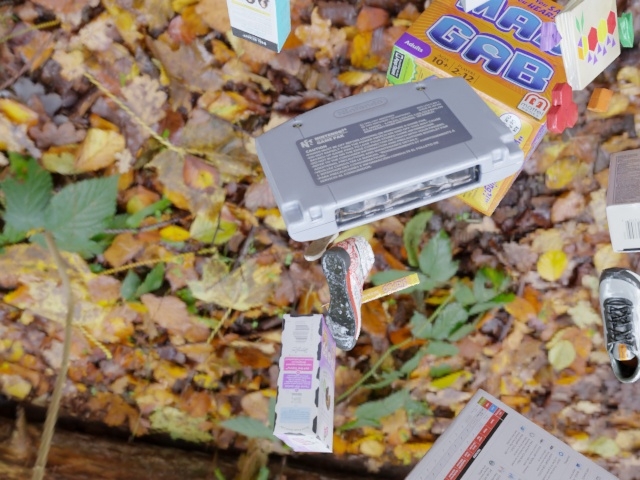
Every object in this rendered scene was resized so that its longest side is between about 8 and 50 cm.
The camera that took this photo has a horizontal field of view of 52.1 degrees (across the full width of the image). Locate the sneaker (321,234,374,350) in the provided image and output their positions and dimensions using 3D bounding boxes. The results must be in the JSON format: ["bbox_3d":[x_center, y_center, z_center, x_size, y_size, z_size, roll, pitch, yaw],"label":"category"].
[{"bbox_3d":[0.078,0.121,1.576,0.090,0.145,0.269,7,115,33],"label":"sneaker"}]

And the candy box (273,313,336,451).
[{"bbox_3d":[-0.021,0.242,1.094,0.070,0.196,0.164,-2,153,10],"label":"candy box"}]

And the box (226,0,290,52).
[{"bbox_3d":[-0.110,-0.439,1.140,0.101,0.060,0.244,23,162,7],"label":"box"}]

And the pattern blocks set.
[{"bbox_3d":[0.451,-0.347,1.101,0.026,0.325,0.285,11,122,44],"label":"pattern blocks set"}]

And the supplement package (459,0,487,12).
[{"bbox_3d":[0.212,-0.478,0.923,0.139,0.244,0.134,-25,176,12],"label":"supplement package"}]

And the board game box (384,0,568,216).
[{"bbox_3d":[0.382,-0.355,1.562,0.356,0.356,0.356,33,153,13],"label":"board game box"}]

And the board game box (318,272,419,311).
[{"bbox_3d":[0.122,0.143,1.715,0.260,0.039,0.124,-16,173,-8],"label":"board game box"}]

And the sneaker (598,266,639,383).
[{"bbox_3d":[0.636,0.177,1.357,0.100,0.108,0.271,-1,118,42],"label":"sneaker"}]

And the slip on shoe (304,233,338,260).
[{"bbox_3d":[0.000,0.000,1.684,0.052,0.135,0.041,11,131,38],"label":"slip on shoe"}]

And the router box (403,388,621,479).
[{"bbox_3d":[0.262,0.400,0.894,0.301,0.335,0.082,32,131,25],"label":"router box"}]

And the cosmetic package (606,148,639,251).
[{"bbox_3d":[0.775,-0.103,1.563,0.153,0.296,0.129,-5,119,30],"label":"cosmetic package"}]

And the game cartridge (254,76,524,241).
[{"bbox_3d":[0.076,-0.116,0.832,0.297,0.198,0.062,-17,132,-6],"label":"game cartridge"}]
